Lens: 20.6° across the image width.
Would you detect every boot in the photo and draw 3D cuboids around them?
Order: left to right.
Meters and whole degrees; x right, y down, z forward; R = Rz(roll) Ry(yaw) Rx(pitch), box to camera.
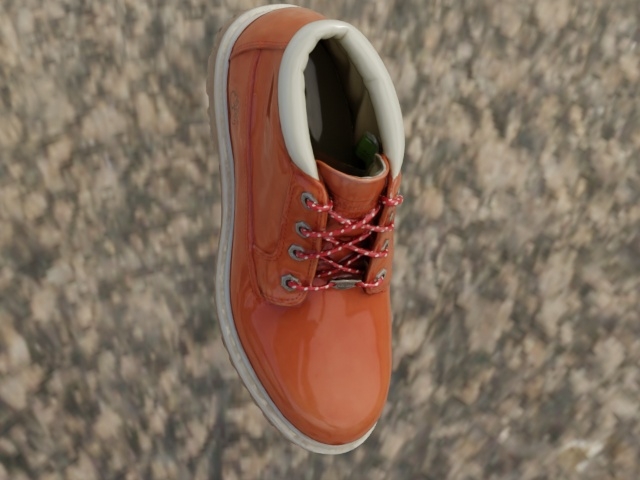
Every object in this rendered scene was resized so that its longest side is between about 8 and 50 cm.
[{"bbox_3d":[0.000,0.000,0.584,0.059,0.084,0.158,-12,99,-20],"label":"boot"}]
